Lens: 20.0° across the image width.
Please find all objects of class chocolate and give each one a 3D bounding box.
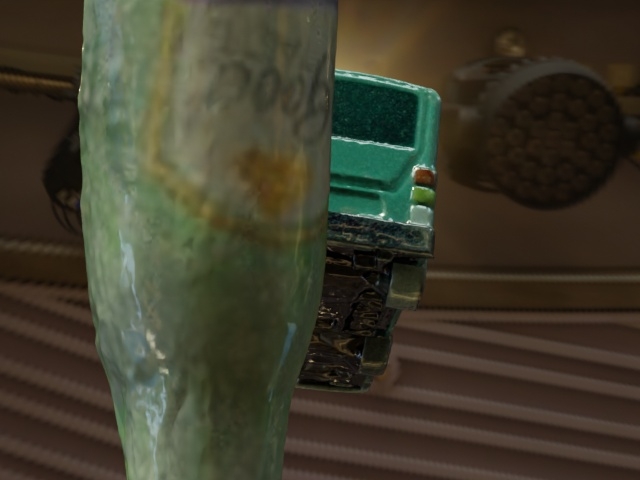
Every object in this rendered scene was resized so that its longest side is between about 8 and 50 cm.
[{"bbox_3d":[-0.042,-0.021,0.697,0.110,0.110,0.291,1,-97,-12],"label":"chocolate"}]

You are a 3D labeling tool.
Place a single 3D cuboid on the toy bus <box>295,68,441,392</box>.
[{"bbox_3d":[0.000,0.000,1.200,0.128,0.256,0.147,9,-114,-4],"label":"toy bus"}]
